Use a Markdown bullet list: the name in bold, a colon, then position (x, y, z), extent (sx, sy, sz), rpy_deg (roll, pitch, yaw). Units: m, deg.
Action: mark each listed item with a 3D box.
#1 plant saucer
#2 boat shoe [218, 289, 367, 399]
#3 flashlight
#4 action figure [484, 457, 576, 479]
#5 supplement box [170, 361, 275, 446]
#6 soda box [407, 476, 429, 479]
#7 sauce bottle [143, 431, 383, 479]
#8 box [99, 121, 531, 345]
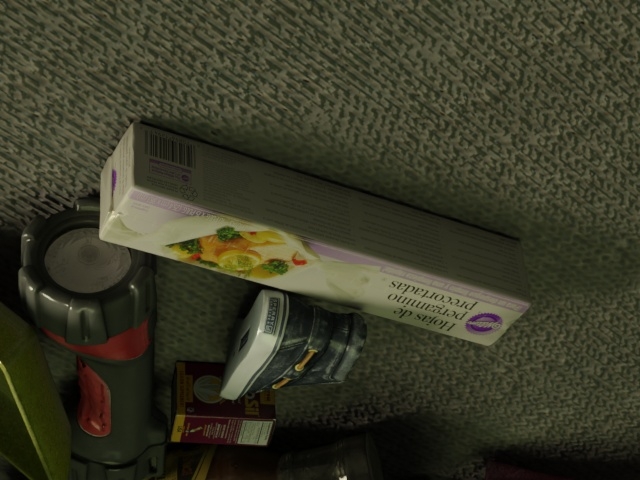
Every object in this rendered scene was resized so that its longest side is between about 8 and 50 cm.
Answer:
- **plant saucer**: position (-0.256, 0.083, 1.112), extent (0.045, 0.188, 0.188), rpy_deg (-42, 149, -26)
- **boat shoe**: position (-0.024, 0.090, 1.150), extent (0.083, 0.065, 0.183), rpy_deg (15, 161, -10)
- **flashlight**: position (-0.177, 0.096, 1.163), extent (0.103, 0.103, 0.304), rpy_deg (-28, 153, -26)
- **action figure**: position (0.298, 0.299, 1.332), extent (0.370, 0.276, 0.248), rpy_deg (-3, 136, 21)
- **supplement box**: position (-0.081, 0.136, 1.247), extent (0.083, 0.055, 0.043), rpy_deg (4, 140, -11)
- **soda box**: position (0.028, 0.273, 1.419), extent (0.168, 0.060, 0.053), rpy_deg (-11, 139, 9)
- **sauce bottle**: position (-0.115, 0.236, 1.324), extent (0.344, 0.111, 0.111), rpy_deg (-13, 140, 7)
- **box**: position (0.000, 0.000, 1.084), extent (0.324, 0.067, 0.063), rpy_deg (16, 137, -24)
